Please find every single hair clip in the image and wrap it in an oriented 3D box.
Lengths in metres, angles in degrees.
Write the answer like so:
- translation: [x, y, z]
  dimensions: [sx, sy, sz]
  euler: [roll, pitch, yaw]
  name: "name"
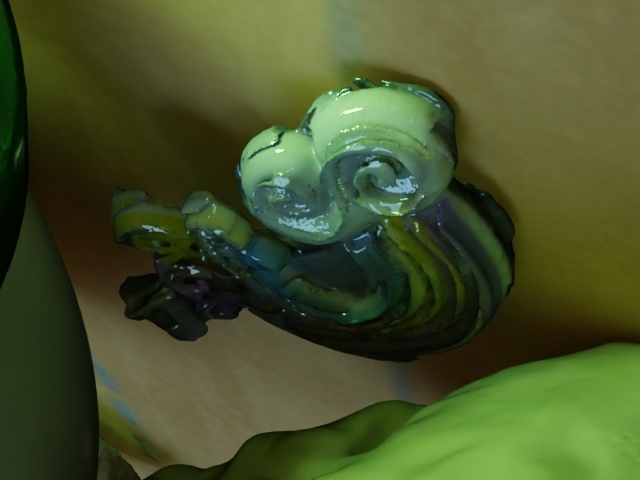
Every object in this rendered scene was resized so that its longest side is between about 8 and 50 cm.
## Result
- translation: [0.000, 0.001, 0.493]
  dimensions: [0.116, 0.049, 0.172]
  euler: [30, 152, -36]
  name: "hair clip"

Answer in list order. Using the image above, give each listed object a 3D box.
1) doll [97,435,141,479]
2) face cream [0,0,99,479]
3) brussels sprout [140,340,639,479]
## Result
- translation: [-0.199, 0.130, 0.895]
  dimensions: [0.221, 0.105, 0.115]
  euler: [32, 119, -8]
  name: "doll"
- translation: [-0.206, 0.032, 0.532]
  dimensions: [0.312, 0.219, 0.357]
  euler: [52, 157, 15]
  name: "face cream"
- translation: [0.031, 0.166, 0.452]
  dimensions: [0.273, 0.317, 0.243]
  euler: [-32, 107, 38]
  name: "brussels sprout"
